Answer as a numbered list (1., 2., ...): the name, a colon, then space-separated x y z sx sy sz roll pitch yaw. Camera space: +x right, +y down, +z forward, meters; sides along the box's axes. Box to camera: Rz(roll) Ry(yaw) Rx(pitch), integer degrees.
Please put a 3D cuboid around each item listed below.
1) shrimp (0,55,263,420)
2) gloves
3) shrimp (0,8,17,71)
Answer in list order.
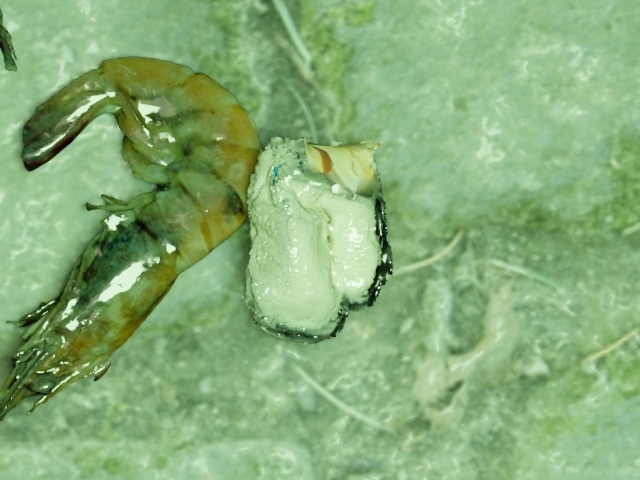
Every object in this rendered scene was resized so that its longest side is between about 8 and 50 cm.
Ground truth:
1. shrimp: -0.171 -0.010 1.301 0.169 0.058 0.296 41 77 4
2. gloves: -0.003 0.000 1.306 0.114 0.070 0.153 4 88 -34
3. shrimp: -0.280 -0.146 1.241 0.137 0.172 0.372 -5 78 -12
